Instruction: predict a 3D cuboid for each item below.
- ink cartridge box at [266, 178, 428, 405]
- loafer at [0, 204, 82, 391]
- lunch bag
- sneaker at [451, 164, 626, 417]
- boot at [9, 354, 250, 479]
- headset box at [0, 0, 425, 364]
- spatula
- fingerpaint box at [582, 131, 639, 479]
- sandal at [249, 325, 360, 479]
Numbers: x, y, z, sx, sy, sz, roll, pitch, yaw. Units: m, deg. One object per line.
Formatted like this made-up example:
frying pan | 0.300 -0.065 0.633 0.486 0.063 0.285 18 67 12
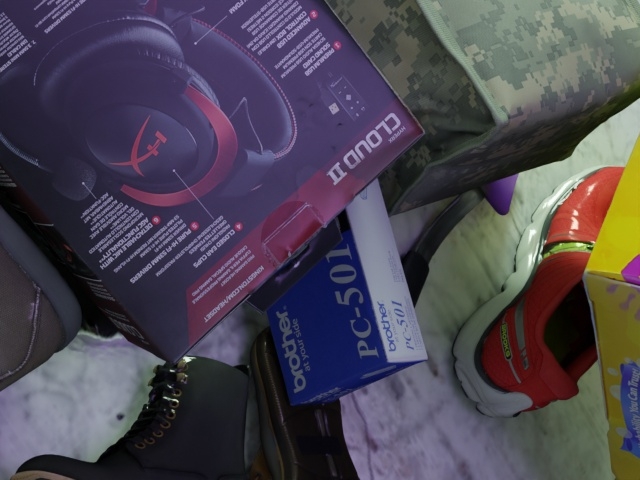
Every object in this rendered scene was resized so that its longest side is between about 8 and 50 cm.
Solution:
ink cartridge box | 0.000 0.000 1.193 0.046 0.097 0.207 0 68 -46
loafer | -0.237 -0.006 1.000 0.251 0.094 0.087 50 47 -24
lunch bag | 0.084 -0.187 1.287 0.235 0.169 0.287 -19 77 -45
sneaker | 0.218 0.041 1.403 0.107 0.118 0.279 53 51 -22
boot | -0.118 0.125 1.109 0.198 0.077 0.137 28 57 -51
headset box | -0.096 -0.084 1.058 0.218 0.110 0.293 -43 108 -12
spatula | 0.092 -0.001 1.354 0.084 0.030 0.296 51 51 -25
fingerpaint box | 0.354 0.039 1.367 0.371 0.163 0.445 -62 152 -33
sandal | -0.021 0.165 1.198 0.090 0.060 0.219 10 59 -46
